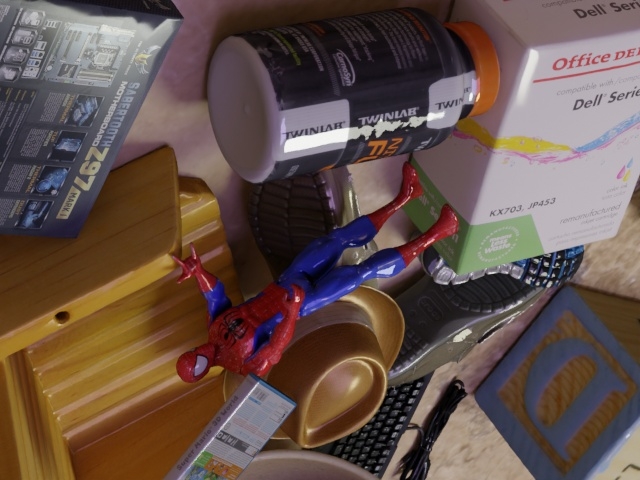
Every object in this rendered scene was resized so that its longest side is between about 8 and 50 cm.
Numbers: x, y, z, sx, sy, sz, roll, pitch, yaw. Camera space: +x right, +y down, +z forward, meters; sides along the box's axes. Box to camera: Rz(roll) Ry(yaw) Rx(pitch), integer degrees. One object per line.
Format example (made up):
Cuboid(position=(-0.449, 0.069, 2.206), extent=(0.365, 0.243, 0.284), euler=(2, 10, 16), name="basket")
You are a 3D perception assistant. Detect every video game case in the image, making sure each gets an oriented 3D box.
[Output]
Cuboid(position=(-0.093, 0.195, 1.669), extent=(0.166, 0.015, 0.119), euler=(-51, 159, -2), name="video game case")

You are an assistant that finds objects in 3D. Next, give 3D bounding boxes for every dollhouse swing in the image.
Cuboid(position=(-0.159, 0.175, 1.690), extent=(0.315, 0.305, 0.347), euler=(-27, 141, -12), name="dollhouse swing")

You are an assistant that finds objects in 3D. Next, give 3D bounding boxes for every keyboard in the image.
Cuboid(position=(0.076, 0.224, 2.154), extent=(0.201, 0.033, 0.317), euler=(-5, 134, -35), name="keyboard")

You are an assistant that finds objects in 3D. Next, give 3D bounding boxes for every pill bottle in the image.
Cuboid(position=(0.035, -0.133, 1.654), extent=(0.245, 0.130, 0.130), euler=(-13, 137, -28), name="pill bottle")

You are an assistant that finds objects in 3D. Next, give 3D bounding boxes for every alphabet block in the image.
Cuboid(position=(0.337, 0.189, 2.189), extent=(0.197, 0.193, 0.192), euler=(15, 122, -46), name="alphabet block")

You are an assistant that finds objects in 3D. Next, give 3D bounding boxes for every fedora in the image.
Cuboid(position=(0.004, 0.131, 1.773), extent=(0.194, 0.079, 0.194), euler=(-14, 132, -16), name="fedora")

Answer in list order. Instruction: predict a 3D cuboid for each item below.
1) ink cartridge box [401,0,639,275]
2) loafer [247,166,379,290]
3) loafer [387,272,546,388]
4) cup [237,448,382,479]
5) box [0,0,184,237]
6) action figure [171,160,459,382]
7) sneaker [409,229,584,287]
Cuboid(position=(0.221, -0.148, 1.794), extent=(0.207, 0.119, 0.353), euler=(-13, 138, -27), name="ink cartridge box")
Cuboid(position=(0.000, 0.000, 1.805), extent=(0.092, 0.102, 0.269), euler=(-55, 149, -40), name="loafer")
Cuboid(position=(0.140, 0.074, 2.006), extent=(0.251, 0.094, 0.087), euler=(-29, 157, -9), name="loafer")
Cuboid(position=(-0.040, 0.415, 2.073), extent=(0.331, 0.331, 0.237), euler=(-27, 166, -12), name="cup")
Cuboid(position=(-0.238, -0.110, 1.522), extent=(0.183, 0.059, 0.233), euler=(3, 127, -40), name="box")
Cuboid(position=(-0.017, 0.022, 1.645), extent=(0.280, 0.091, 0.139), euler=(-37, 151, -9), name="action figure")
Cuboid(position=(0.180, 0.004, 1.952), extent=(0.190, 0.083, 0.071), euler=(4, 104, -22), name="sneaker")
